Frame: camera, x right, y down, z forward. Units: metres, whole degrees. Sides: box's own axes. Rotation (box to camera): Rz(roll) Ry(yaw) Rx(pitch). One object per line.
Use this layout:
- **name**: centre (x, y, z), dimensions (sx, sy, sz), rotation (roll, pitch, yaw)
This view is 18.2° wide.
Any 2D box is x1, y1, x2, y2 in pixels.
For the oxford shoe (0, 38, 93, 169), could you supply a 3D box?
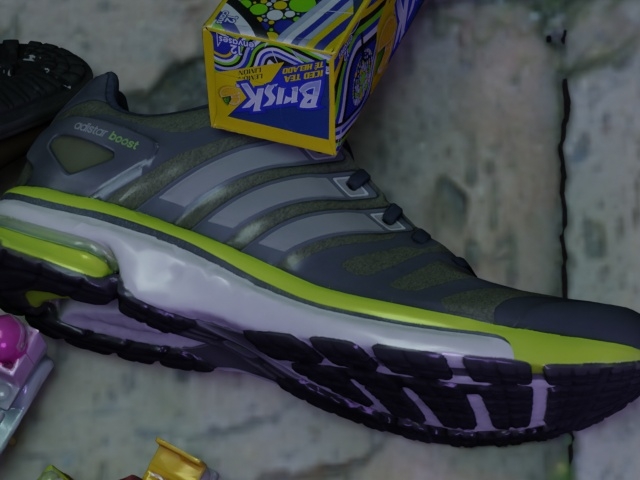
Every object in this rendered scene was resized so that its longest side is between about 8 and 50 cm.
- **oxford shoe**: centre (-0.204, -0.021, 0.905), dimensions (0.227, 0.096, 0.083), rotation (-26, 42, -16)

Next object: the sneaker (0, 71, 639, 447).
- **sneaker**: centre (0.000, 0.000, 0.842), dimensions (0.300, 0.111, 0.121), rotation (15, 69, 11)

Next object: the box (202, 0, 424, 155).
- **box**: centre (0.009, -0.111, 0.858), dimensions (0.059, 0.054, 0.169), rotation (13, 43, 15)

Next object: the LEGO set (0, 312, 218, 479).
- **LEGO set**: centre (-0.041, 0.121, 0.807), dimensions (0.287, 0.107, 0.132), rotation (15, 76, 15)
